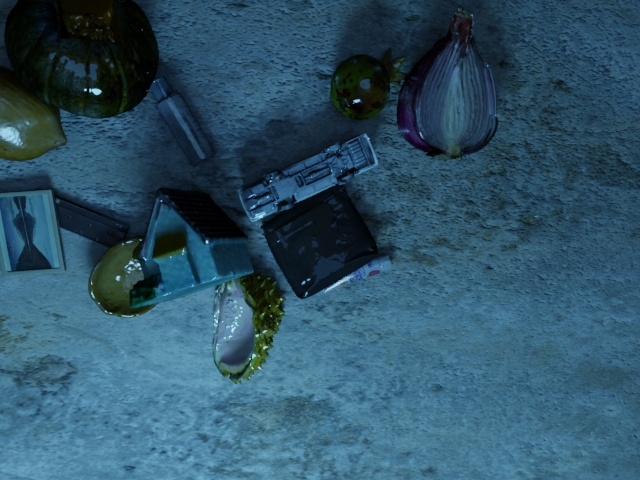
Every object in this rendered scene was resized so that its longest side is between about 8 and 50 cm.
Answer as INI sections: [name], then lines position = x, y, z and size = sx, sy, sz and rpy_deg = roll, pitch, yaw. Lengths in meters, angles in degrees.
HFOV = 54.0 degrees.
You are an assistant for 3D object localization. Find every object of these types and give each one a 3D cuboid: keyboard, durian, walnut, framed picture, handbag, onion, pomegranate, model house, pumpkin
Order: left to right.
[walnut]
position = -0.700, -0.274, 1.367
size = 0.297, 0.203, 0.203
rpy_deg = 29, 94, -16
[framed picture]
position = -0.693, -0.018, 1.487
size = 0.150, 0.015, 0.203
rpy_deg = -4, 105, -5
[keyboard]
position = -0.581, -0.050, 1.511
size = 0.231, 0.023, 0.072
rpy_deg = 24, 102, -11
[pumpkin]
position = -0.501, -0.407, 1.338
size = 0.320, 0.192, 0.321
rpy_deg = 10, 61, -18
[model house]
position = -0.319, -0.006, 1.420
size = 0.229, 0.280, 0.249
rpy_deg = -20, 86, 11
[durian]
position = -0.175, 0.227, 1.539
size = 0.185, 0.195, 0.305
rpy_deg = 14, 95, -18
[handbag]
position = 0.000, 0.000, 1.568
size = 0.246, 0.080, 0.223
rpy_deg = -30, 93, -4
[pomegranate]
position = 0.124, -0.371, 1.505
size = 0.220, 0.156, 0.156
rpy_deg = -17, 102, -16
[onion]
position = 0.293, -0.370, 1.522
size = 0.267, 0.159, 0.349
rpy_deg = 2, 96, -34

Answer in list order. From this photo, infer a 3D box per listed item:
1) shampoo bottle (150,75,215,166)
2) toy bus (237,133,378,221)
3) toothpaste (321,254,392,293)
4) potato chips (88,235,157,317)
[shampoo bottle]
position = -0.329, -0.283, 1.488
size = 0.072, 0.072, 0.214
rpy_deg = -31, 103, -3
[toy bus]
position = -0.033, -0.157, 1.519
size = 0.342, 0.138, 0.097
rpy_deg = -25, 101, -5
[toothpaste]
position = 0.087, 0.080, 1.630
size = 0.194, 0.043, 0.067
rpy_deg = -17, 101, 0
[potato chips]
position = -0.461, 0.084, 1.527
size = 0.195, 0.062, 0.208
rpy_deg = 11, 96, -27
